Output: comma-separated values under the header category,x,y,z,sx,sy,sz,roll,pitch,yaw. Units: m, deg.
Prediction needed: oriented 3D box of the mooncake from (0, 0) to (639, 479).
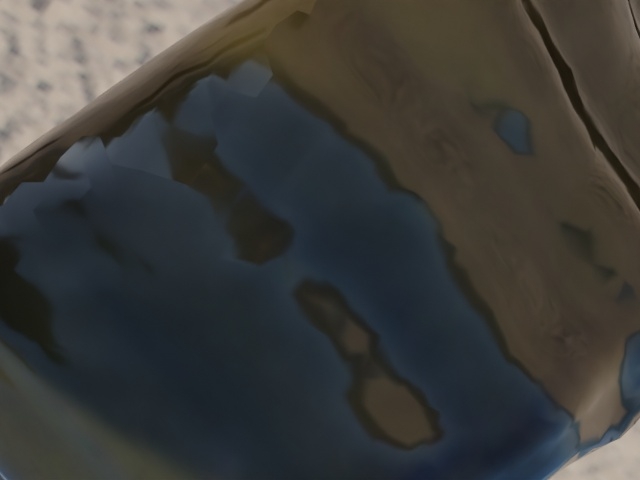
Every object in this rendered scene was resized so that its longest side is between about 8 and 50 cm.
category,x,y,z,sx,sy,sz,roll,pitch,yaw
mooncake,0.000,0.000,0.579,0.161,0.290,0.290,57,163,-7
